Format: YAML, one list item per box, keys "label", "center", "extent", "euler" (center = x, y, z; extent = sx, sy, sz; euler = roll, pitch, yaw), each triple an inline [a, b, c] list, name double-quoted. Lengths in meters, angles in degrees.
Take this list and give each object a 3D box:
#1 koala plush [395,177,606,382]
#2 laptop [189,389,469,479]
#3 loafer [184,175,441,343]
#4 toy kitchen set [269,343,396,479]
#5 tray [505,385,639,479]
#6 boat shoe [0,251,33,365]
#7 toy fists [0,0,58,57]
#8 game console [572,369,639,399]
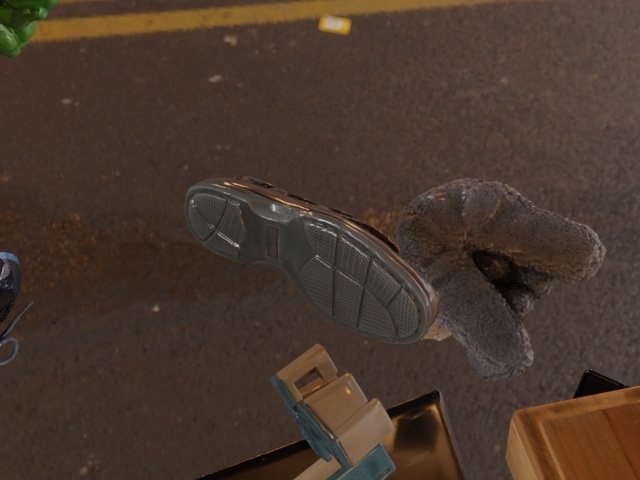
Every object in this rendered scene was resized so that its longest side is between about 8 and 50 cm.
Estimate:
- label: "koala plush"
  center: [0.177, 0.038, 1.052]
  extent: [0.203, 0.221, 0.196]
  euler: [37, 84, 9]
- label: "laptop"
  center: [0.022, 0.434, 1.325]
  extent: [0.382, 0.407, 0.236]
  euler: [-19, 10, -8]
- label: "loafer"
  center: [0.000, 0.000, 0.828]
  extent: [0.268, 0.096, 0.084]
  euler: [26, 36, 26]
- label: "toy kitchen set"
  center: [0.018, 0.238, 0.972]
  extent: [0.122, 0.207, 0.166]
  euler: [-36, 31, -11]
- label: "tray"
  center: [0.285, 0.272, 0.583]
  extent: [0.203, 0.076, 0.410]
  euler: [-10, 44, -6]
- label: "boat shoe"
  center: [-0.329, 0.089, 0.843]
  extent: [0.109, 0.258, 0.089]
  euler: [1, 66, -31]
- label: "toy fists"
  center: [-0.352, -0.261, 0.955]
  extent: [0.142, 0.279, 0.096]
  euler: [7, 76, -31]
- label: "game console"
  center: [0.466, 0.262, 1.470]
  extent: [0.107, 0.122, 0.071]
  euler: [-8, 37, -29]
